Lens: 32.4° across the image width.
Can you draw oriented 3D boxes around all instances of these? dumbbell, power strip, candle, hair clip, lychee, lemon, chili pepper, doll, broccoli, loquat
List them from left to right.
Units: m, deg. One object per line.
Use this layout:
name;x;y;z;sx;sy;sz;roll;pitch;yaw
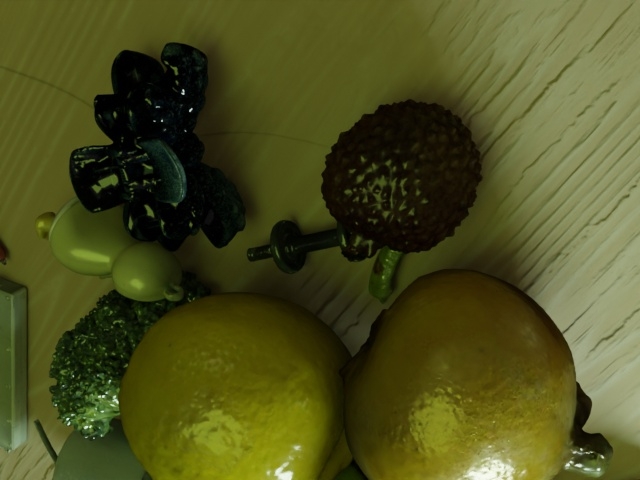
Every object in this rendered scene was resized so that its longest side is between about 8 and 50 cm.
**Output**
power strip;-0.588;0.229;2.008;0.106;0.043;0.367;18;117;21
doll;-0.319;0.022;1.708;0.296;0.141;0.117;37;129;27
candle;-0.314;0.412;1.842;0.343;0.221;0.221;8;114;28
broccoli;-0.284;0.192;1.773;0.288;0.247;0.245;-15;139;21
hair clip;-0.223;-0.120;1.575;0.195;0.206;0.310;-4;110;33
lemon;-0.111;0.232;1.560;0.348;0.348;0.348;10;115;24
dumbbell;0.000;0.000;1.587;0.254;0.081;0.081;-12;104;30
lychee;0.101;-0.072;1.441;0.200;0.200;0.238;34;104;11
chili pepper;0.118;0.009;1.553;0.049;0.043;0.208;46;124;19
loquat;0.203;0.212;1.425;0.360;0.328;0.328;24;119;10

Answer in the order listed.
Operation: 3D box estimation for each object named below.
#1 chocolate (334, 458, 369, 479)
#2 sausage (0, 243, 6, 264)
chocolate;0.145;0.480;1.532;0.137;0.289;0.301;-45;116;-6
sausage;-0.613;-0.048;1.915;0.029;0.029;0.223;-34;93;33
